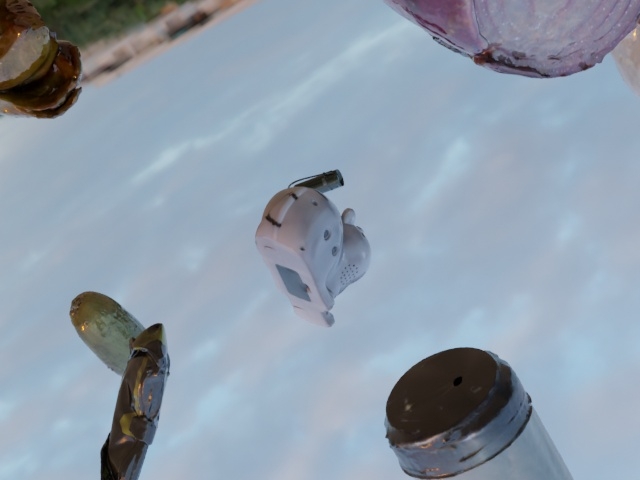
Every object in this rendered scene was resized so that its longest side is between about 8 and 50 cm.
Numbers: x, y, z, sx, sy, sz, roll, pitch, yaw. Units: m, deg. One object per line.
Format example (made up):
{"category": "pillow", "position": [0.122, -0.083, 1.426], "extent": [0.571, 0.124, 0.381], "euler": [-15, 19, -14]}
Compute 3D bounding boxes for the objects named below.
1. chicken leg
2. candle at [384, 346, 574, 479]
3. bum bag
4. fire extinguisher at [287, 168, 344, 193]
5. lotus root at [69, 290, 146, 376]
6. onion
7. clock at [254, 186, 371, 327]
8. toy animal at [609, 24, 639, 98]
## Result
{"category": "chicken leg", "position": [-0.348, -0.196, 1.308], "extent": [0.182, 0.295, 0.409], "euler": [-58, 169, -11]}
{"category": "candle", "position": [0.252, 0.343, 1.959], "extent": [0.221, 0.342, 0.221], "euler": [-27, -158, 12]}
{"category": "bum bag", "position": [-0.221, 0.204, 1.558], "extent": [0.107, 0.060, 0.232], "euler": [-130, -124, -70]}
{"category": "fire extinguisher", "position": [-0.012, -0.073, 1.744], "extent": [0.083, 0.038, 0.025], "euler": [-20, -142, 18]}
{"category": "lotus root", "position": [-0.289, 0.145, 1.882], "extent": [0.077, 0.183, 0.090], "euler": [-42, -158, -4]}
{"category": "onion", "position": [0.115, -0.208, 0.878], "extent": [0.207, 0.200, 0.200], "euler": [-26, -167, -28]}
{"category": "clock", "position": [-0.001, 0.000, 1.433], "extent": [0.080, 0.176, 0.117], "euler": [18, -121, 34]}
{"category": "toy animal", "position": [0.411, -0.304, 1.720], "extent": [0.194, 0.357, 0.258], "euler": [-51, -160, 42]}
